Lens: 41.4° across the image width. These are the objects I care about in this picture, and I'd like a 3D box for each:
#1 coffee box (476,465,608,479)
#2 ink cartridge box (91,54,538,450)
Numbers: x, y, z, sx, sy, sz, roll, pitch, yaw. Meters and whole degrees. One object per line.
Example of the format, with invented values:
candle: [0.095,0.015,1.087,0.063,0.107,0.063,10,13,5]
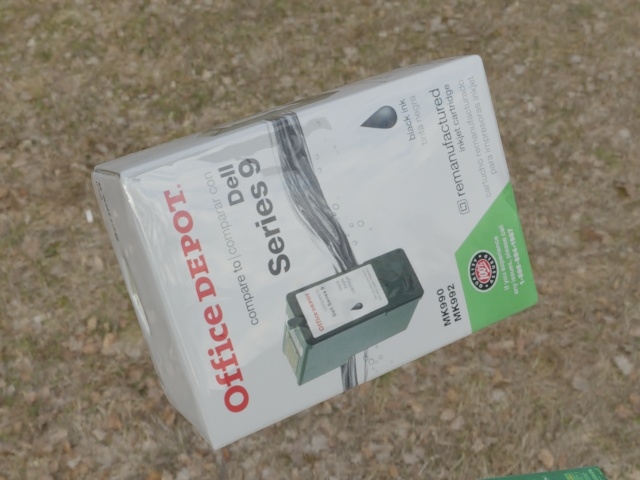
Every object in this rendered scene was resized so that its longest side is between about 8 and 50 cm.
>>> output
coffee box: [0.275,0.324,0.987,0.184,0.040,0.113,0,35,-25]
ink cartridge box: [0.000,0.000,0.655,0.289,0.211,0.121,-22,14,-20]
